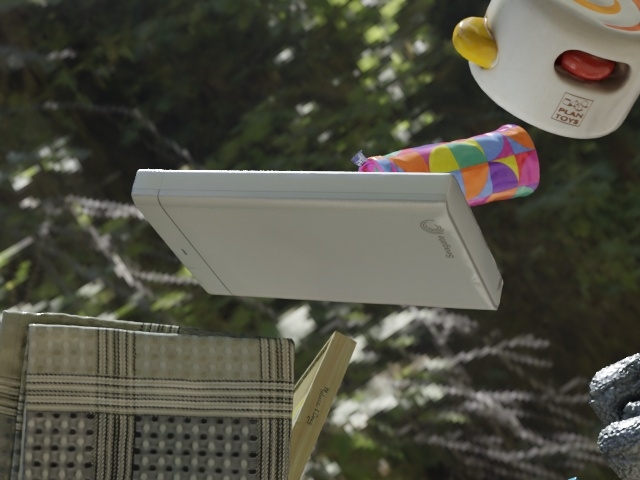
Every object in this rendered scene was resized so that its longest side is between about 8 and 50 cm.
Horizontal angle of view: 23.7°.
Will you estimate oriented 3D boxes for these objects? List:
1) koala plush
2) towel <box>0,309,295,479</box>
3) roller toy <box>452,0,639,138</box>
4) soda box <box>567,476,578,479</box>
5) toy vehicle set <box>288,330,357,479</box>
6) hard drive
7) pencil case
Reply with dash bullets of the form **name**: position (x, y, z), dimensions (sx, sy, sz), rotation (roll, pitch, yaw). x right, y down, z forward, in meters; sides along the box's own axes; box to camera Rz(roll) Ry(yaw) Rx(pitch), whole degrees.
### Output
- **koala plush**: position (0.411, 0.175, 1.505), dimensions (0.221, 0.203, 0.196), rotation (-42, 10, 15)
- **towel**: position (-0.195, 0.236, 1.563), dimensions (0.324, 0.312, 0.056), rotation (5, -6, 1)
- **roller toy**: position (0.266, -0.208, 1.676), dimensions (0.209, 0.191, 0.146), rotation (-22, -35, -49)
- **soda box**: position (0.326, 0.439, 2.147), dimensions (0.071, 0.067, 0.210), rotation (-30, 20, 47)
- **toy vehicle set**: position (-0.037, 0.262, 2.030), dimensions (0.166, 0.035, 0.267), rotation (-56, 6, 45)
- **hard drive**: position (0.000, 0.000, 1.658), dimensions (0.353, 0.047, 0.233), rotation (2, -29, 22)
- **pencil case**: position (0.152, -0.077, 1.867), dimensions (0.236, 0.104, 0.104), rotation (-13, -23, -25)
